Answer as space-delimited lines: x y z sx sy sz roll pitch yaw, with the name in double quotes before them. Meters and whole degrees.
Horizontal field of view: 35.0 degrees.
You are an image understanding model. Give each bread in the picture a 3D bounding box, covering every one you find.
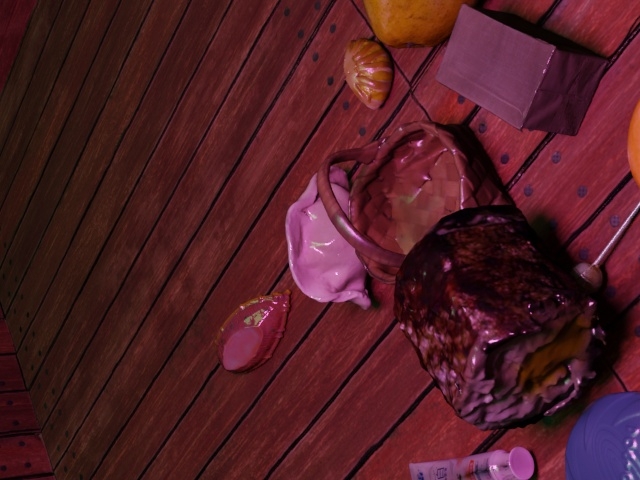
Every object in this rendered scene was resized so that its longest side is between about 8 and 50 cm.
"bread" 0.107 -0.352 2.124 0.094 0.083 0.157 -5 83 39

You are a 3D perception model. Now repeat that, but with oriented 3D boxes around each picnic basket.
"picnic basket" 0.134 -0.066 1.886 0.337 0.337 0.293 -51 52 38

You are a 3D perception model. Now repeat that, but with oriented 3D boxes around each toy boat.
"toy boat" -0.170 0.233 2.441 0.141 0.099 0.318 37 127 -2

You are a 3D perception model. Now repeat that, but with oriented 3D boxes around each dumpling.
"dumpling" 0.000 0.000 2.109 0.187 0.243 0.318 -30 64 41

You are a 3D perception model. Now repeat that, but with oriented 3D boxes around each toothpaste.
"toothpaste" 0.269 0.444 1.908 0.323 0.066 0.100 -33 60 52

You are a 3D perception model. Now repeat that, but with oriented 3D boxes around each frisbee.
"frisbee" 0.499 0.385 1.625 0.289 0.049 0.289 -2 87 51

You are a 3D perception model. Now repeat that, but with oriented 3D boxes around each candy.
"candy" 0.477 0.006 1.674 0.061 0.061 0.202 50 118 40

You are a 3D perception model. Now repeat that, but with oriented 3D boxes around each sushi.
"sushi" 0.291 0.136 1.684 0.294 0.281 0.299 -124 17 -45

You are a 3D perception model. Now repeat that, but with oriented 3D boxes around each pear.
"pear" 0.186 -0.509 1.885 0.253 0.253 0.307 20 106 50

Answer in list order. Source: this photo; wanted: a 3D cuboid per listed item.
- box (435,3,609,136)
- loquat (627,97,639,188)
"box" 0.343 -0.293 1.760 0.231 0.149 0.155 40 120 45
"loquat" 0.559 -0.138 1.400 0.263 0.263 0.263 -2 87 51
